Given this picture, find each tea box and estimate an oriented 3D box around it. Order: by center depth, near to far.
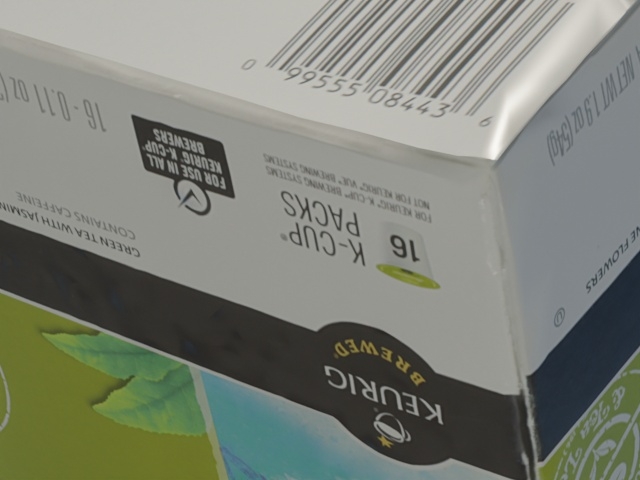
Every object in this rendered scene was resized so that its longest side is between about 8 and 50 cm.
[{"bbox_3d":[0.000,0.000,0.742,0.329,0.220,0.324,18,-42,33],"label":"tea box"}]
